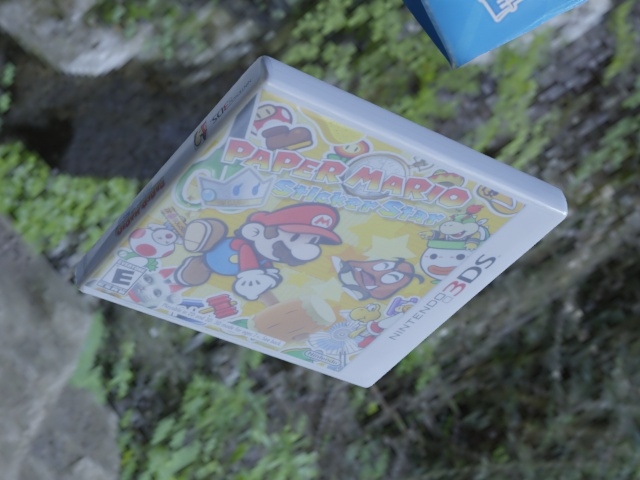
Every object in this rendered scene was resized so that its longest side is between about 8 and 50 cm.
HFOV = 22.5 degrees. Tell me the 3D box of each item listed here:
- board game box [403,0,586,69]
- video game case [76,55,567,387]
[{"bbox_3d":[-0.029,-0.245,0.432,0.302,0.086,0.308,60,2,-36],"label":"board game box"},{"bbox_3d":[0.000,0.000,0.979,0.227,0.206,0.026,22,42,-30],"label":"video game case"}]
